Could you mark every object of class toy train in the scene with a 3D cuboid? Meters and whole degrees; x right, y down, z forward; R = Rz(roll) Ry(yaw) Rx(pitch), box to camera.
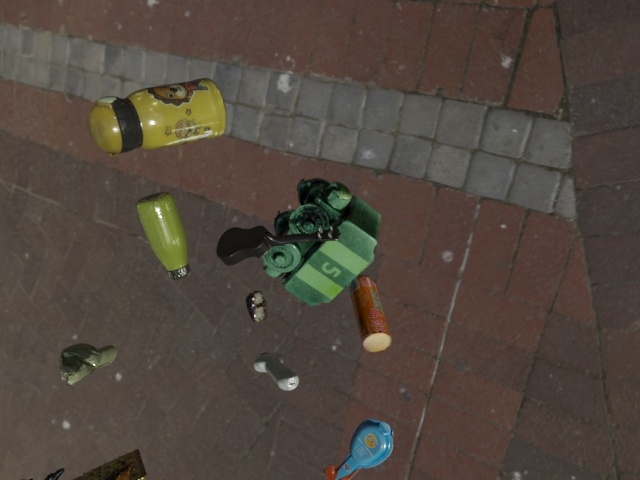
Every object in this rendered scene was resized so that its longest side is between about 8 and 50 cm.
[{"bbox_3d":[0.000,0.000,1.287,0.238,0.166,0.299,36,124,-12],"label":"toy train"}]

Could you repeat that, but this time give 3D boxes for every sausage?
[{"bbox_3d":[0.114,0.161,1.334,0.071,0.071,0.234,-48,31,26],"label":"sausage"}]

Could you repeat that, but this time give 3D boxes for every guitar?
[{"bbox_3d":[-0.090,-0.002,1.127,0.271,0.038,0.083,-8,52,20],"label":"guitar"}]

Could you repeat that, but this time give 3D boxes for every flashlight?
[{"bbox_3d":[-0.127,0.389,1.624,0.200,0.093,0.047,23,122,56],"label":"flashlight"}]

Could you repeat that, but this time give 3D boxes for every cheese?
[{"bbox_3d":[0.100,0.559,1.419,0.106,0.037,0.256,48,112,28],"label":"cheese"}]

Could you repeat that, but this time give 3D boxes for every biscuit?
[{"bbox_3d":[-0.445,0.468,1.020,0.139,0.232,0.016,5,114,66],"label":"biscuit"}]

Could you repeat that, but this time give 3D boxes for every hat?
[{"bbox_3d":[-0.622,0.314,1.459,0.122,0.166,0.081,10,106,35],"label":"hat"}]

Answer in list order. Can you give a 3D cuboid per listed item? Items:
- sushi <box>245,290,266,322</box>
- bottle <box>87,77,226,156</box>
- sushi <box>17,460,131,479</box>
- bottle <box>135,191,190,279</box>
[{"bbox_3d":[-0.171,0.177,1.454,0.044,0.046,0.083,-4,100,54],"label":"sushi"},{"bbox_3d":[-0.440,-0.327,1.470,0.172,0.351,0.171,30,130,43],"label":"bottle"},{"bbox_3d":[-0.410,0.420,0.820,0.149,0.287,0.140,-26,76,54],"label":"sushi"},{"bbox_3d":[-0.460,-0.010,1.642,0.112,0.112,0.260,-1,114,32],"label":"bottle"}]
